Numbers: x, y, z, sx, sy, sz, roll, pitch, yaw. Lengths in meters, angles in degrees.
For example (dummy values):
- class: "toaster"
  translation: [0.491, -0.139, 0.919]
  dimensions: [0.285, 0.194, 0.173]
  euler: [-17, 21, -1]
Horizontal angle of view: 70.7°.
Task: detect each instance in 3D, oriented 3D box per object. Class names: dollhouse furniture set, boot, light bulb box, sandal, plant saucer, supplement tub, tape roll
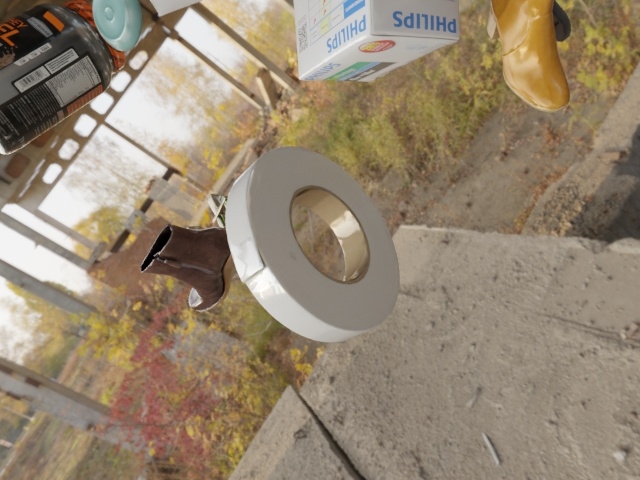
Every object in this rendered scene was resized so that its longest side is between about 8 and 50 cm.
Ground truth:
- class: "dollhouse furniture set"
  translation: [-0.267, -0.068, 1.130]
  dimensions: [0.182, 0.160, 0.101]
  euler: [56, 131, 26]
- class: "boot"
  translation: [-0.269, 0.059, 0.916]
  dimensions: [0.248, 0.206, 0.090]
  euler: [-49, 55, 28]
- class: "light bulb box"
  translation: [0.102, -0.577, 1.002]
  dimensions: [0.358, 0.225, 0.361]
  euler: [-169, 73, -64]
- class: "sandal"
  translation: [0.474, -0.536, 1.015]
  dimensions: [0.054, 0.254, 0.097]
  euler: [-48, 32, 18]
- class: "plant saucer"
  translation: [-0.364, -0.398, 0.795]
  dimensions: [0.119, 0.119, 0.021]
  euler: [-41, -5, 36]
- class: "boot"
  translation: [0.425, -0.421, 0.892]
  dimensions: [0.104, 0.295, 0.211]
  euler: [-22, -20, -1]
- class: "supplement tub"
  translation: [-0.608, -0.360, 0.968]
  dimensions: [0.338, 0.207, 0.207]
  euler: [-49, 14, -26]
- class: "tape roll"
  translation: [0.000, 0.000, 0.867]
  dimensions: [0.072, 0.392, 0.392]
  euler: [-33, 27, 39]

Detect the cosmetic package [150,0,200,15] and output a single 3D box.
- class: "cosmetic package"
  translation: [-0.192, -0.504, 0.673]
  dimensions: [0.223, 0.225, 0.138]
  euler: [-20, -9, 0]
